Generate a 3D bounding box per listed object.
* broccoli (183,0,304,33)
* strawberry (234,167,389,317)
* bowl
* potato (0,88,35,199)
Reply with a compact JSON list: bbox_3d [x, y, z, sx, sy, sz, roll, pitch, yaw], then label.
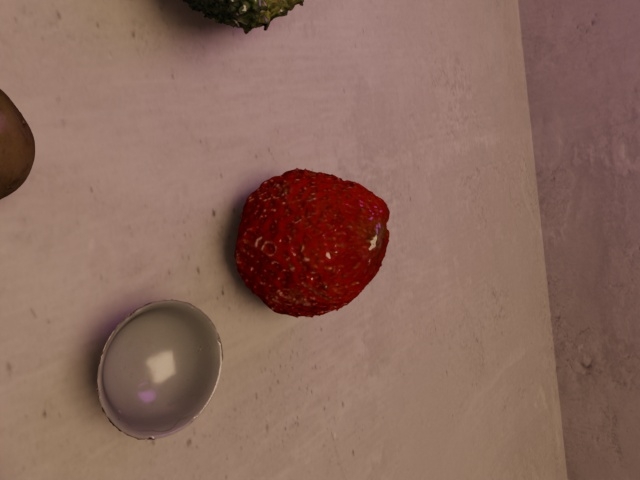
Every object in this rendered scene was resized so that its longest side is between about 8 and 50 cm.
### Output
[{"bbox_3d":[-0.079,-0.469,0.710,0.275,0.397,0.353,12,84,-20],"label":"broccoli"},{"bbox_3d":[0.000,0.000,0.855,0.257,0.277,0.257,5,83,-44],"label":"strawberry"},{"bbox_3d":[-0.240,0.176,0.734,0.189,0.086,0.189,3,85,-46],"label":"bowl"},{"bbox_3d":[-0.419,-0.117,0.503,0.262,0.165,0.165,5,86,-48],"label":"potato"}]
